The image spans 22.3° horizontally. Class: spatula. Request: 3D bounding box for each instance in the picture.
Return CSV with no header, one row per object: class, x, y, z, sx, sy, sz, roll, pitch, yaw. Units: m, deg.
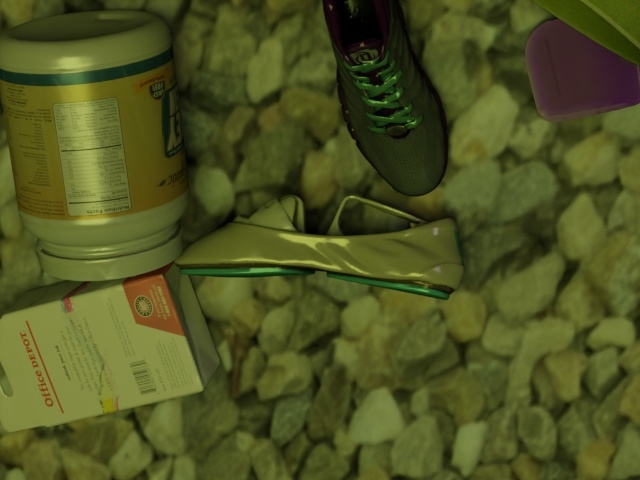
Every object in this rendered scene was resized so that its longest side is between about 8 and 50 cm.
spatula,0.305,-0.162,1.268,0.296,0.030,0.084,-13,104,16

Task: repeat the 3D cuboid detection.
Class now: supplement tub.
supplement tub,-0.185,-0.080,1.340,0.144,0.144,0.200,-1,110,12

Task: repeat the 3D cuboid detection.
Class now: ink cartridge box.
ink cartridge box,-0.204,0.093,1.450,0.198,0.067,0.115,-14,106,15

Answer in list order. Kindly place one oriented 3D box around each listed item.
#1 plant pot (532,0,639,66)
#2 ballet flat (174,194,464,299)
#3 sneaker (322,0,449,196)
plant pot,0.211,-0.314,1.131,0.275,0.275,0.293,35,97,-2
ballet flat,0.000,0.000,1.376,0.248,0.086,0.086,5,111,9
sneaker,0.040,-0.130,1.299,0.083,0.098,0.224,-15,106,17
